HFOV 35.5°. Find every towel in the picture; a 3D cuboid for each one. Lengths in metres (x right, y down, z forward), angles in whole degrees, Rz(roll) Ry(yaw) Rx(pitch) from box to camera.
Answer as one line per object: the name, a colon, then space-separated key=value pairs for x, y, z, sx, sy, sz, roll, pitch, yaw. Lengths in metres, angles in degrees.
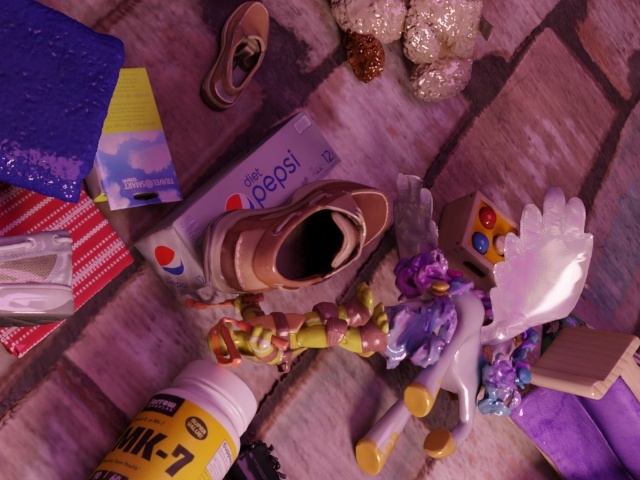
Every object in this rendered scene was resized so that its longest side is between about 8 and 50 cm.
towel: x=-0.355 y=-0.031 z=1.104 sx=0.275 sy=0.031 sz=0.199 roll=53 pitch=49 yaw=-11
towel: x=-0.382 y=-0.178 z=1.078 sx=0.308 sy=0.076 sz=0.227 roll=20 pitch=60 yaw=-18

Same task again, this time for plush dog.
plush dog: x=0.126 y=-0.362 z=1.537 sx=0.225 sy=0.210 sz=0.262 roll=-4 pitch=72 yaw=-13

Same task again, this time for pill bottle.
pill bottle: x=-0.163 y=0.239 z=1.096 sx=0.119 sy=0.119 sz=0.208 roll=47 pitch=50 yaw=-15

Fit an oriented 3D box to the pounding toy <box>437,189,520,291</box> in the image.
pounding toy: x=0.265 y=0.001 z=1.547 sx=0.141 sy=0.100 sz=0.130 roll=37 pitch=54 yaw=-23

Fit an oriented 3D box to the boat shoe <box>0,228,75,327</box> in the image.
boat shoe: x=-0.398 y=0.026 z=0.972 sx=0.320 sy=0.118 sz=0.103 roll=5 pitch=75 yaw=-28

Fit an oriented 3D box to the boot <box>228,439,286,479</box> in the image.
boot: x=-0.087 y=0.300 z=1.184 sx=0.121 sy=0.045 sz=0.099 roll=-26 pitch=93 yaw=-49

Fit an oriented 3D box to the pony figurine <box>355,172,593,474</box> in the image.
pony figurine: x=0.186 y=0.108 z=1.365 sx=0.363 sy=0.303 sz=0.351 roll=-32 pitch=126 yaw=-45

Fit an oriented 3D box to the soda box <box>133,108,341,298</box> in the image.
soda box: x=-0.100 y=-0.051 z=1.273 sx=0.091 sy=0.098 sz=0.286 roll=54 pitch=49 yaw=-12

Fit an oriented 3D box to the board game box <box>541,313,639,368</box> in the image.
board game box: x=0.485 y=0.275 z=1.657 sx=0.317 sy=0.046 sz=0.213 roll=28 pitch=57 yaw=-28

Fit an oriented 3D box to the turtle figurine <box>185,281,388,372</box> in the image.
turtle figurine: x=-0.036 y=0.108 z=1.141 sx=0.217 sy=0.269 sz=0.087 roll=-6 pitch=97 yaw=-11

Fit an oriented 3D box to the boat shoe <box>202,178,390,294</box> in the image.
boat shoe: x=0.000 y=0.000 z=1.210 sx=0.324 sy=0.116 sz=0.123 roll=-24 pitch=114 yaw=-50

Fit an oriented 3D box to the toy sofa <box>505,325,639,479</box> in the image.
toy sofa: x=0.450 y=0.312 z=1.486 sx=0.177 sy=0.150 sz=0.362 roll=-46 pitch=113 yaw=-20

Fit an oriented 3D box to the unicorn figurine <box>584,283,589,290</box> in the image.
unicorn figurine: x=0.404 y=0.055 z=1.676 sx=0.111 sy=0.060 sz=0.162 roll=17 pitch=47 yaw=-33

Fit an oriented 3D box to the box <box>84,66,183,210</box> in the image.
box: x=-0.243 y=-0.121 z=1.220 sx=0.109 sy=0.042 sz=0.178 roll=-11 pitch=81 yaw=-40

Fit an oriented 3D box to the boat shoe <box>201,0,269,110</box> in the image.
boat shoe: x=-0.100 y=-0.262 z=1.370 sx=0.068 sy=0.072 sz=0.190 roll=31 pitch=56 yaw=-26
